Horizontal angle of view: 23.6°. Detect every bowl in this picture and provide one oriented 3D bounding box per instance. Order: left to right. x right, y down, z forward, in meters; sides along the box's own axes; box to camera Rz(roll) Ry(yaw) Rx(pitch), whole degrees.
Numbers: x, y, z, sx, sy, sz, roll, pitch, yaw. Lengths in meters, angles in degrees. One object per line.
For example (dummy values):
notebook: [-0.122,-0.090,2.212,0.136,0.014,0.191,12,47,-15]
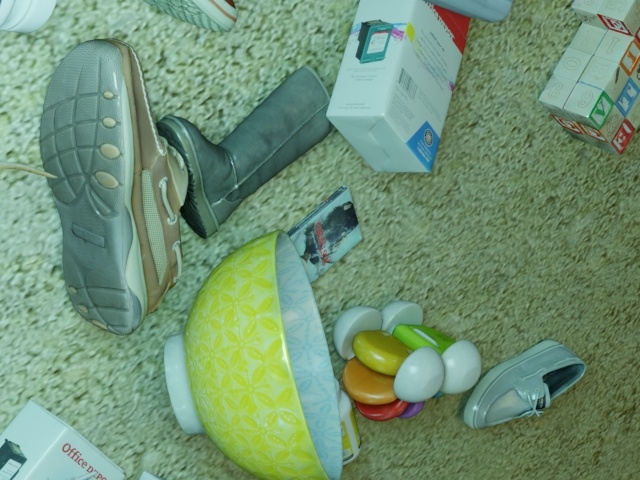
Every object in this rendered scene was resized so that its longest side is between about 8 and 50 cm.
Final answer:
bowl: [-0.084,0.145,1.706,0.156,0.289,0.289,-13,133,8]

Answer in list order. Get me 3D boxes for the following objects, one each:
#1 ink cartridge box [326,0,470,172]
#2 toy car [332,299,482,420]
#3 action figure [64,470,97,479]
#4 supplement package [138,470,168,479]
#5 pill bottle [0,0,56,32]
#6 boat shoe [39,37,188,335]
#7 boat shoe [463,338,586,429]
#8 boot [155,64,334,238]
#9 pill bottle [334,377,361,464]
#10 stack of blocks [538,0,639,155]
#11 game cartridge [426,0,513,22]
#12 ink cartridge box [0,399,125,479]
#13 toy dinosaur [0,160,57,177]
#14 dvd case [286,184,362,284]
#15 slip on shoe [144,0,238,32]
ink cartridge box: [0.095,-0.209,1.761,0.134,0.078,0.231,45,54,-50]
toy car: [0.102,0.165,1.946,0.182,0.159,0.136,-5,121,-47]
action figure: [-0.261,0.361,1.588,0.185,0.099,0.285,-28,128,-23]
supplement package: [-0.115,0.421,1.830,0.175,0.177,0.293,-59,141,-4]
pill bottle: [-0.321,-0.227,1.298,0.186,0.112,0.112,1,110,-49]
boat shoe: [-0.197,-0.061,1.533,0.116,0.123,0.324,-34,139,-41]
boat shoe: [0.307,0.218,2.259,0.227,0.081,0.079,-29,130,-36]
boot: [-0.076,-0.119,1.656,0.208,0.076,0.190,-39,150,-18]
pill bottle: [0.012,0.227,1.952,0.065,0.065,0.116,-39,135,-27]
stack of blocks: [0.419,-0.288,2.099,0.171,0.087,0.297,36,83,-51]
game cartridge: [0.160,-0.408,1.715,0.196,0.060,0.294,8,88,-46]
ink cartridge box: [-0.309,0.276,1.618,0.175,0.072,0.127,-52,140,-13]
toy dinosaur: [-0.357,-0.043,1.414,0.211,0.064,0.112,-38,154,-15]
dvd case: [0.000,0.000,1.854,0.119,0.013,0.087,-39,135,-26]
slip on shoe: [-0.167,-0.310,1.424,0.101,0.123,0.331,-56,136,-15]
